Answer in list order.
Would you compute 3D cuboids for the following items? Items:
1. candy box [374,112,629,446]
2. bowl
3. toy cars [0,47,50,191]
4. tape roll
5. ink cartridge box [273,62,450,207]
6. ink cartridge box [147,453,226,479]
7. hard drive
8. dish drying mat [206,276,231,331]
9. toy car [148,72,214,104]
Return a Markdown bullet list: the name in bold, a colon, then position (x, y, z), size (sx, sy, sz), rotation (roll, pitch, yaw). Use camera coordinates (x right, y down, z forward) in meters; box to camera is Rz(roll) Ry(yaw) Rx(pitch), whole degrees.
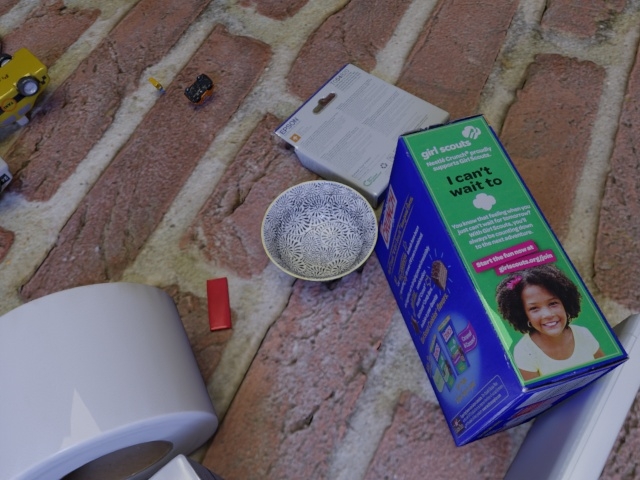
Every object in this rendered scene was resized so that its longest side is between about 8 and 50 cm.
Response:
- **candy box**: position (0.183, 0.057, 0.665), size (0.122, 0.268, 0.318), rotation (-15, 61, -10)
- **bowl**: position (0.000, 0.000, 0.813), size (0.169, 0.080, 0.170), rotation (-1, 61, 2)
- **toy cars**: position (-0.580, -0.160, 0.929), size (0.176, 0.087, 0.394), rotation (1, 64, 9)
- **tape roll**: position (-0.261, 0.186, 0.627), size (0.246, 0.246, 0.169), rotation (-24, 62, -11)
- **ink cartridge box**: position (0.071, -0.190, 0.936), size (0.223, 0.045, 0.223), rotation (35, 67, 21)
- **ink cartridge box**: position (-0.156, 0.324, 0.569), size (0.148, 0.203, 0.086), rotation (-38, 64, -18)
- **hard drive**: position (0.261, 0.241, 0.596), size (0.040, 0.203, 0.308), rotation (33, 67, 18)
- **dish drying mat**: position (-0.153, 0.095, 0.807), size (0.032, 0.008, 0.083), rotation (-9, 60, -4)
- **toy car**: position (-0.255, -0.292, 1.009), size (0.121, 0.040, 0.060), rotation (25, 86, 13)
